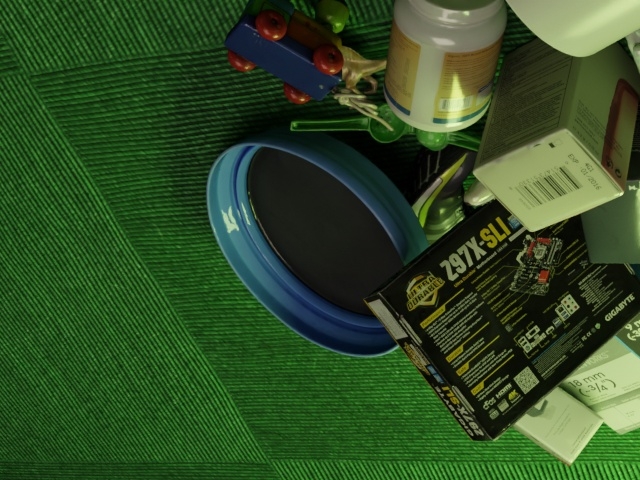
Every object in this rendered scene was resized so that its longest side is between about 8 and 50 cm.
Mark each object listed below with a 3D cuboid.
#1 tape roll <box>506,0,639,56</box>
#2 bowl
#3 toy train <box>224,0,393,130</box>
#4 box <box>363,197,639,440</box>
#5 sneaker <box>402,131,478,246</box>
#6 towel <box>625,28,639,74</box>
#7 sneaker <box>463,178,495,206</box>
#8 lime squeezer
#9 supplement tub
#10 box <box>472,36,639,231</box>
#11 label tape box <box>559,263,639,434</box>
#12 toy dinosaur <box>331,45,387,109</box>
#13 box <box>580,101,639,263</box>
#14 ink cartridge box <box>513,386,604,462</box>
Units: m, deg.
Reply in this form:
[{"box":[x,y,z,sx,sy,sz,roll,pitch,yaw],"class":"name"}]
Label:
[{"box":[0.307,-0.347,1.490,0.246,0.246,0.169,42,134,-23],"class":"tape roll"},{"box":[0.000,0.000,2.033,0.391,0.077,0.391,28,141,25],"class":"bowl"},{"box":[0.007,-0.256,1.799,0.248,0.143,0.105,29,147,-17],"class":"toy train"},{"box":[0.263,0.081,1.870,0.257,0.322,0.079,52,164,-1],"class":"box"},{"box":[0.182,-0.052,1.987,0.121,0.111,0.300,14,146,-7],"class":"sneaker"},{"box":[0.579,-0.162,1.639,0.375,0.090,0.320,-6,115,32],"class":"towel"},{"box":[0.241,-0.120,1.855,0.075,0.161,0.057,47,174,-18],"class":"sneaker"},{"box":[0.123,-0.154,1.855,0.311,0.110,0.058,11,96,11],"class":"lime squeezer"},{"box":[0.159,-0.253,1.728,0.144,0.144,0.199,14,139,7],"class":"supplement tub"},{"box":[0.303,-0.150,1.714,0.149,0.232,0.127,-25,122,40],"class":"box"},{"box":[0.444,0.137,2.068,0.334,0.106,0.241,39,136,-20],"class":"label tape box"},{"box":[0.048,-0.232,1.868,0.183,0.053,0.092,4,135,19],"class":"toy dinosaur"},{"box":[0.404,-0.077,1.810,0.093,0.158,0.156,0,135,23],"class":"box"},{"box":[0.334,0.261,2.166,0.218,0.092,0.158,37,176,14],"class":"ink cartridge box"}]
